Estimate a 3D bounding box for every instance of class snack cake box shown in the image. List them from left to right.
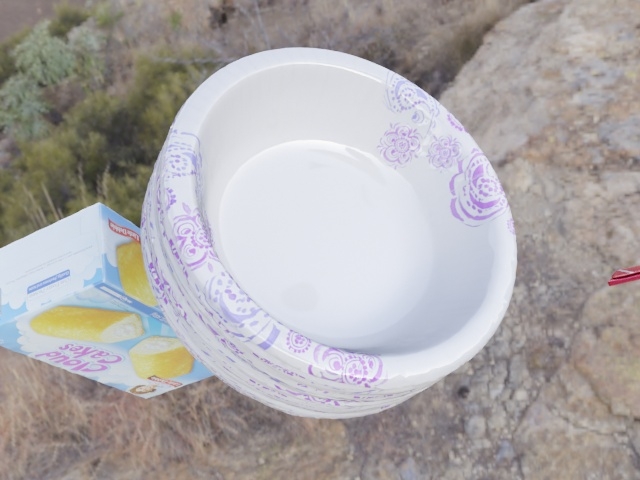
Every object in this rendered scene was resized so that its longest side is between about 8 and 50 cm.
[{"bbox_3d":[-0.203,0.076,0.848,0.152,0.264,0.089,-23,59,17],"label":"snack cake box"}]

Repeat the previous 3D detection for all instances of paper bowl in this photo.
[{"bbox_3d":[0.000,0.000,0.652,0.285,0.148,0.284,10,60,-18],"label":"paper bowl"}]

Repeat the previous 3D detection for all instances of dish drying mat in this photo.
[{"bbox_3d":[0.286,0.022,0.687,0.083,0.008,0.032,-20,3,42],"label":"dish drying mat"}]
